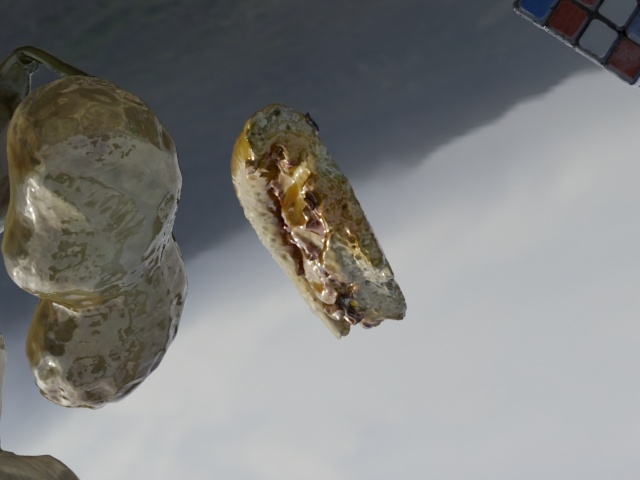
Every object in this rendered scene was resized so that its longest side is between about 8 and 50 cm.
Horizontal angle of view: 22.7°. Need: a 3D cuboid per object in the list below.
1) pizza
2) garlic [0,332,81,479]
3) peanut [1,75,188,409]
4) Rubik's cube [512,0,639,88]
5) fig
[{"bbox_3d":[0.000,0.000,1.455,0.074,0.182,0.365,-40,154,-11],"label":"pizza"},{"bbox_3d":[-0.266,0.177,1.204,0.199,0.226,0.199,-4,173,-1],"label":"garlic"},{"bbox_3d":[-0.126,0.007,0.889,0.104,0.228,0.085,-27,-133,-26],"label":"peanut"},{"bbox_3d":[0.189,-0.155,0.989,0.092,0.092,0.092,35,-167,15],"label":"Rubik's cube"},{"bbox_3d":[-0.280,-0.084,1.261,0.142,0.186,0.148,1,-145,-36],"label":"fig"}]
